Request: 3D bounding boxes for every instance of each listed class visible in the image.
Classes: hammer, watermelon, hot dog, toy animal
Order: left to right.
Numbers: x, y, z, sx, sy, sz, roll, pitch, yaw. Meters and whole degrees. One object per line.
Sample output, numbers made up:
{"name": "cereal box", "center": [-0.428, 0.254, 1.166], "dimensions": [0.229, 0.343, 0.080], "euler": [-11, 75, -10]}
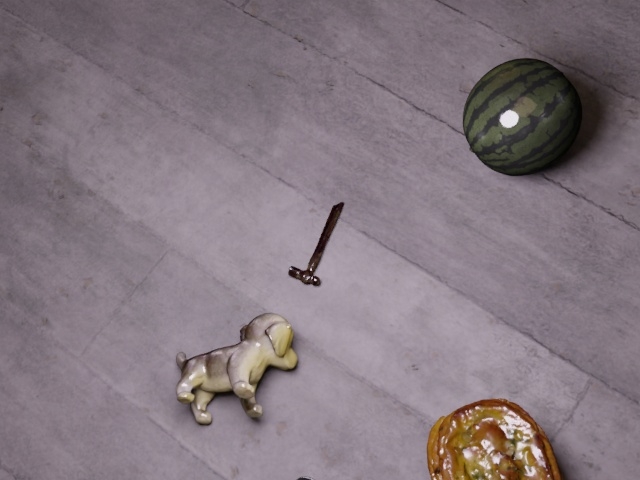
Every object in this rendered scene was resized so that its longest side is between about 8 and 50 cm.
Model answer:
{"name": "toy animal", "center": [-0.146, 0.227, 1.713], "dimensions": [0.233, 0.121, 0.168], "euler": [-20, 48, 13]}
{"name": "hammer", "center": [0.000, 0.000, 1.829], "dimensions": [0.065, 0.021, 0.178], "euler": [17, 71, 19]}
{"name": "hot dog", "center": [0.281, 0.385, 1.553], "dimensions": [0.196, 0.122, 0.272], "euler": [-18, 63, 3]}
{"name": "watermelon", "center": [0.358, -0.217, 1.751], "dimensions": [0.212, 0.212, 0.212], "euler": [-4, 66, 10]}

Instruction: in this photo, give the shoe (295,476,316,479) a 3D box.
{"name": "shoe", "center": [-0.030, 0.478, 1.613], "dimensions": [0.071, 0.049, 0.179], "euler": [5, 68, 12]}
